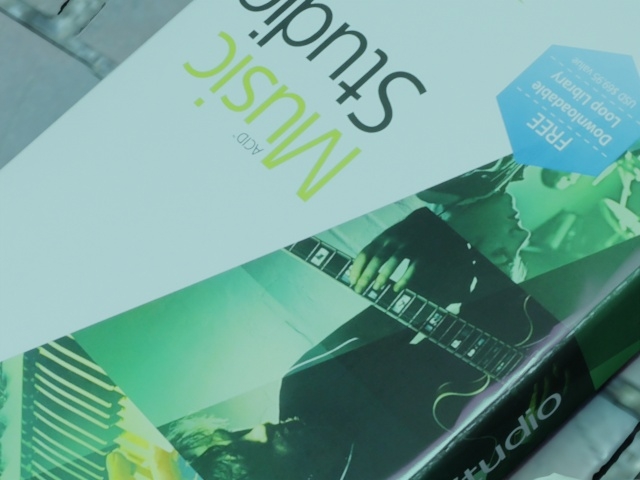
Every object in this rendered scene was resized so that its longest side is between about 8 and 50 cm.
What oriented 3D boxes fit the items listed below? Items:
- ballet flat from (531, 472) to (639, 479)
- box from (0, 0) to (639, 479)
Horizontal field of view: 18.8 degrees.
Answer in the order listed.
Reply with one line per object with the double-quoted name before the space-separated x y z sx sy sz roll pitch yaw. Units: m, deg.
"ballet flat" 0.118 0.114 0.529 0.400 0.139 0.139 -10 57 31
"box" 0.000 0.000 0.734 0.322 0.058 0.232 -43 56 -7
